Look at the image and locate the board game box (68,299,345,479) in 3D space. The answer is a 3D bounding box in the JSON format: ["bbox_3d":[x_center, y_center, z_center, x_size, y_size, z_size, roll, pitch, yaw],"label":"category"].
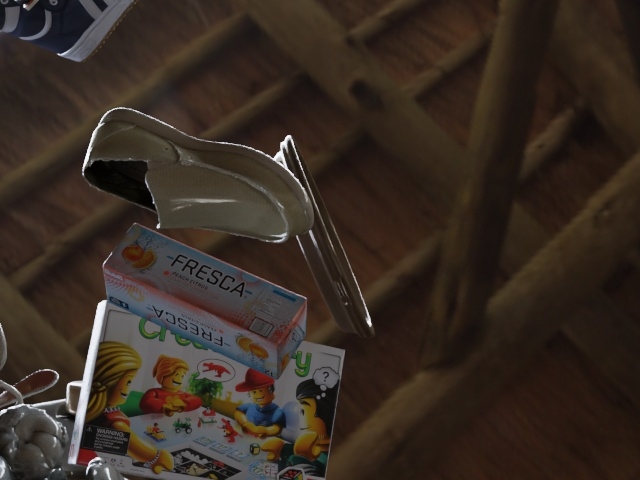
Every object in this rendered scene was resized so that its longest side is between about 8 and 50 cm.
[{"bbox_3d":[-0.131,0.196,1.639,0.053,0.305,0.193,158,-57,-67],"label":"board game box"}]

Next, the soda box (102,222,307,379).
[{"bbox_3d":[-0.103,0.054,1.243,0.183,0.063,0.058,24,-125,15],"label":"soda box"}]

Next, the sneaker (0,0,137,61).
[{"bbox_3d":[-0.272,-0.313,1.510,0.282,0.153,0.099,-46,-135,37],"label":"sneaker"}]

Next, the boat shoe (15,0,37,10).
[{"bbox_3d":[-0.211,-0.241,1.055,0.137,0.043,0.049,-58,-154,26],"label":"boat shoe"}]

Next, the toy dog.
[{"bbox_3d":[-0.348,0.243,1.770,0.333,0.161,0.220,27,-84,27],"label":"toy dog"}]

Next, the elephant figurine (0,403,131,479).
[{"bbox_3d":[-0.154,0.234,0.951,0.169,0.239,0.186,-55,-165,30],"label":"elephant figurine"}]

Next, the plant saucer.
[{"bbox_3d":[0.000,0.000,1.742,0.041,0.278,0.278,-22,-150,4],"label":"plant saucer"}]

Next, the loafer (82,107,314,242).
[{"bbox_3d":[-0.133,-0.051,1.424,0.268,0.102,0.092,20,-127,23],"label":"loafer"}]
